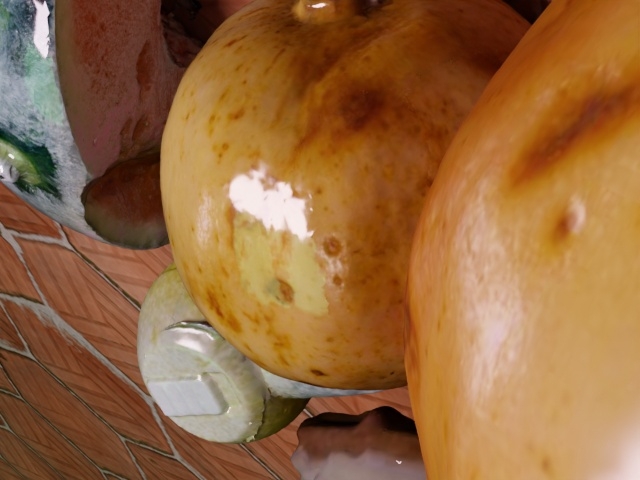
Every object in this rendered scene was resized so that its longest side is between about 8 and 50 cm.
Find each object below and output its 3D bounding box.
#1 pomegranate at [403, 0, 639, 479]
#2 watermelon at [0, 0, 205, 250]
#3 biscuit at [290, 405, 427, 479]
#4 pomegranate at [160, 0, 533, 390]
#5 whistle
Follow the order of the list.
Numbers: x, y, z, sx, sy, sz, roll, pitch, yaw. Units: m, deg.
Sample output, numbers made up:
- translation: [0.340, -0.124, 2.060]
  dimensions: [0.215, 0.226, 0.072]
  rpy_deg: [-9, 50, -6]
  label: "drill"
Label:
- translation: [0.228, 0.060, 0.496]
  dimensions: [0.410, 0.410, 0.410]
  rpy_deg: [36, 159, 16]
  label: "pomegranate"
- translation: [-0.180, -0.101, 1.094]
  dimensions: [0.188, 0.175, 0.322]
  rpy_deg: [8, 145, 23]
  label: "watermelon"
- translation: [0.145, 0.197, 1.113]
  dimensions: [0.268, 0.115, 0.366]
  rpy_deg: [7, 166, 21]
  label: "biscuit"
- translation: [0.028, -0.039, 0.874]
  dimensions: [0.215, 0.215, 0.215]
  rpy_deg: [36, 159, 16]
  label: "pomegranate"
- translation: [-0.016, 0.051, 1.025]
  dimensions: [0.223, 0.123, 0.123]
  rpy_deg: [-7, 131, 35]
  label: "whistle"
